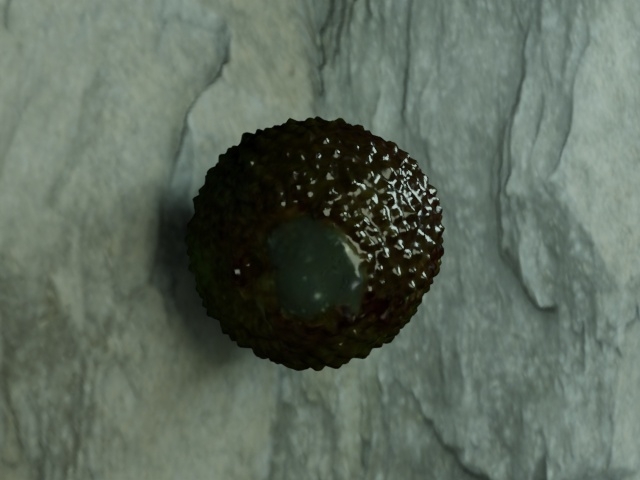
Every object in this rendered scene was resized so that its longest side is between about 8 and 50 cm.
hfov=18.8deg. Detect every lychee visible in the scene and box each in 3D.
[{"bbox_3d":[0.000,0.000,1.184,0.171,0.171,0.171,12,73,-43],"label":"lychee"}]
